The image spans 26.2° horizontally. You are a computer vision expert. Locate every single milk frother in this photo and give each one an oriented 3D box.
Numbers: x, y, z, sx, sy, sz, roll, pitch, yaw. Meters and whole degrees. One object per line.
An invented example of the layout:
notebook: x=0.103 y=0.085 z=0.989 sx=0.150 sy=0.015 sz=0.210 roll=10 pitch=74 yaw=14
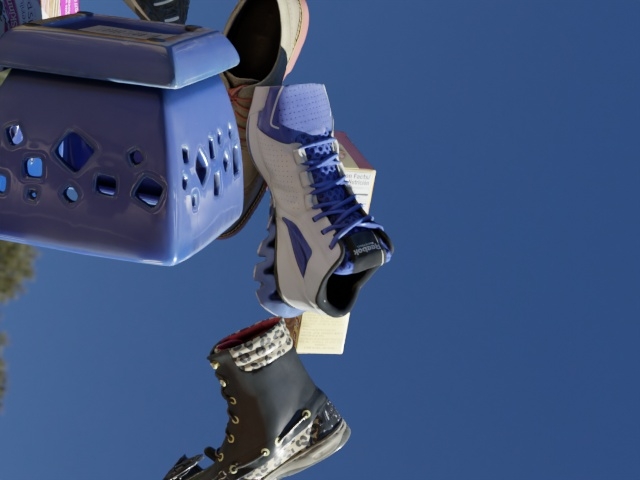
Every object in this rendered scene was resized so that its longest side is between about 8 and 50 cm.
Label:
milk frother: x=-0.197 y=0.421 z=2.281 sx=0.129 sy=0.135 sz=0.143 roll=-51 pitch=178 yaw=11

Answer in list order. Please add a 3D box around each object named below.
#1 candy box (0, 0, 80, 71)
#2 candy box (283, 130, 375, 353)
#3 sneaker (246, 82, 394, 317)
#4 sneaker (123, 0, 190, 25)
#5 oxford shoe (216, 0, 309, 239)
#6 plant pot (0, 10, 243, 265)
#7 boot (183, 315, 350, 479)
candy box: x=-0.347 y=-0.274 z=1.490 sx=0.071 sy=0.233 sz=0.159 roll=6 pitch=-69 yaw=19
candy box: x=0.000 y=0.000 z=2.187 sx=0.183 sy=0.087 sz=0.316 roll=-123 pitch=-142 yaw=-62
sneaker: x=0.012 y=-0.040 z=1.717 sx=0.182 sy=0.127 sz=0.315 roll=15 pitch=-68 yaw=48
sneaker: x=-0.299 y=-0.430 z=2.223 sx=0.271 sy=0.100 sz=0.108 roll=55 pitch=-31 yaw=20
oxford shoe: x=-0.113 y=-0.171 z=1.771 sx=0.130 sy=0.123 sz=0.348 roll=-11 pitch=114 yaw=-80
plant pot: x=-0.210 y=-0.116 z=1.410 sx=0.236 sy=0.236 sz=0.212 roll=9 pitch=-75 yaw=12
boot: x=-0.104 y=0.210 z=1.622 sx=0.236 sy=0.178 sz=0.085 roll=-26 pitch=-165 yaw=0
